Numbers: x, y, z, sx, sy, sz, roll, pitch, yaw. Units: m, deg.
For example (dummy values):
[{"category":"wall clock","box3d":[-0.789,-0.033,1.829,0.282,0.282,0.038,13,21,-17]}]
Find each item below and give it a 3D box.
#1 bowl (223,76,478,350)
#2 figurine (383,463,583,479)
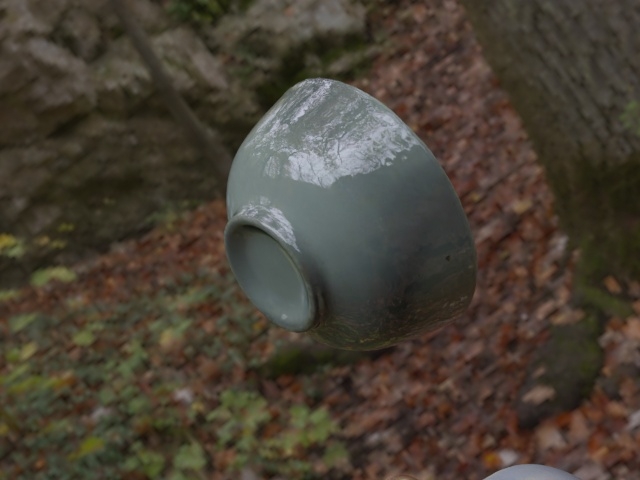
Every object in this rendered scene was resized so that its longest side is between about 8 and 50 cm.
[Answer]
[{"category":"bowl","box3d":[0.000,0.000,1.397,0.146,0.289,0.289,-34,4,-29]},{"category":"figurine","box3d":[0.077,0.227,0.835,0.274,0.194,0.133,-7,-19,-24]}]
